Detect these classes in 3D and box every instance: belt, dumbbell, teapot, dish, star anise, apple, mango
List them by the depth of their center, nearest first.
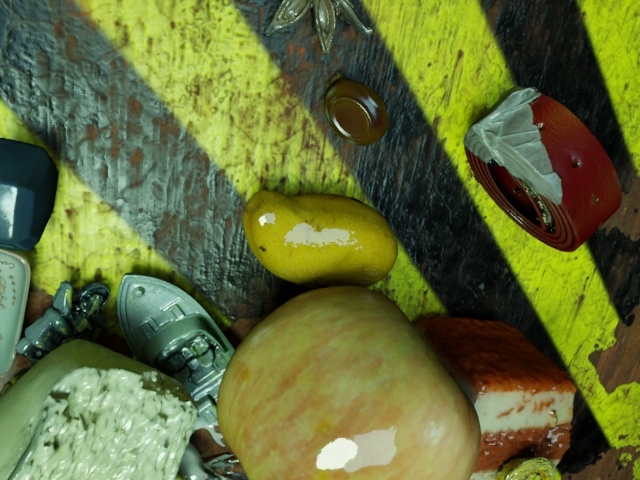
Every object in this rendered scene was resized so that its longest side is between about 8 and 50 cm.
[{"bbox_3d":[-0.534,-0.082,0.578,0.324,0.160,0.144,10,137,-18],"label":"dumbbell"},{"bbox_3d":[-0.021,-0.388,0.669,0.171,0.063,0.208,-21,117,-4],"label":"star anise"},{"bbox_3d":[-0.531,0.093,0.679,0.151,0.077,0.212,13,105,-22],"label":"dish"},{"bbox_3d":[0.034,0.266,0.710,0.346,0.391,0.391,-34,115,-8],"label":"apple"},{"bbox_3d":[0.059,-0.221,0.747,0.129,0.078,0.098,44,133,-11],"label":"teapot"},{"bbox_3d":[0.000,-0.002,0.782,0.295,0.120,0.177,18,111,-20],"label":"mango"},{"bbox_3d":[0.378,-0.122,0.791,0.115,0.227,0.324,-45,115,-1],"label":"belt"}]

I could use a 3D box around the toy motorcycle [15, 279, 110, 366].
[{"bbox_3d":[-0.419,0.150,0.723,0.124,0.061,0.193,1,118,-55],"label":"toy motorcycle"}]

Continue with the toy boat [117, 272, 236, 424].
[{"bbox_3d":[-0.247,0.182,0.787,0.141,0.092,0.319,-34,114,-10],"label":"toy boat"}]

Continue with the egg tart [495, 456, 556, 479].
[{"bbox_3d":[0.354,0.424,0.783,0.128,0.049,0.129,-7,112,-19],"label":"egg tart"}]

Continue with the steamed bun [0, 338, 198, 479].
[{"bbox_3d":[-0.351,0.273,0.612,0.290,0.273,0.272,-55,157,-27],"label":"steamed bun"}]

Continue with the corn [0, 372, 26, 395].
[{"bbox_3d":[-0.438,0.302,0.785,0.231,0.080,0.080,32,98,-26],"label":"corn"}]

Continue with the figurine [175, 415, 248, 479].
[{"bbox_3d":[-0.217,0.460,0.811,0.284,0.316,0.206,1,123,3],"label":"figurine"}]

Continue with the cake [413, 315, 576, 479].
[{"bbox_3d":[0.319,0.347,0.918,0.270,0.269,0.320,3,110,-17],"label":"cake"}]
